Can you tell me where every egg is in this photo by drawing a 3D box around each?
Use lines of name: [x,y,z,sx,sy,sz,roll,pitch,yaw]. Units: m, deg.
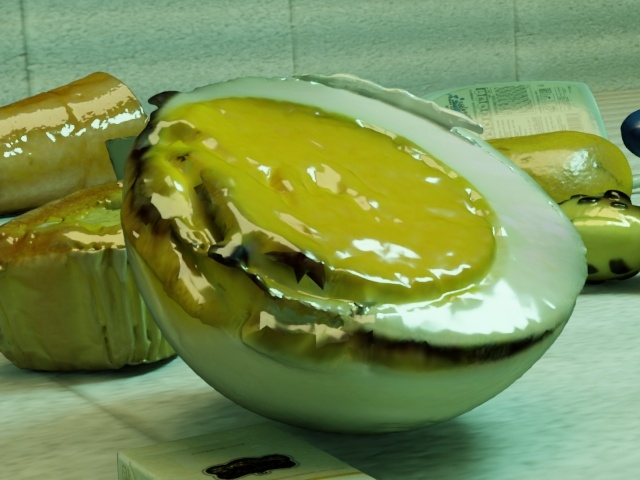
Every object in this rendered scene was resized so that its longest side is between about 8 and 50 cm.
egg: [0.008,0.033,0.810,0.264,0.174,0.286,9,27,-13]

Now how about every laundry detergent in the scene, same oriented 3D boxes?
laundry detergent: [0.166,-0.080,1.510,0.280,0.105,0.215,-5,46,-2]

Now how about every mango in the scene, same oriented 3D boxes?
mango: [0.192,-0.045,1.366,0.227,0.109,0.147,-8,42,-1]

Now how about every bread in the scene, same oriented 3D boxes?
bread: [-0.147,0.019,1.079,0.152,0.119,0.288,-4,8,17]

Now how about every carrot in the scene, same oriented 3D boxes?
carrot: [-0.369,-0.109,1.894,0.254,0.196,0.196,-22,18,-32]

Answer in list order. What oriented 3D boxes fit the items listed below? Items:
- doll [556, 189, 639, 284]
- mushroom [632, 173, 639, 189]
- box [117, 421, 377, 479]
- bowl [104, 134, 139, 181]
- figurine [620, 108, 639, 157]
doll: [0.295,0.002,1.142,0.291,0.086,0.117,2,3,44]
mushroom: [0.402,-0.079,1.793,0.306,0.043,0.068,-6,34,-26]
box: [-0.027,0.122,0.669,0.090,0.024,0.167,-7,10,-27]
bowl: [-0.136,-0.069,1.598,0.211,0.112,0.211,-6,2,0]
figurine: [0.413,-0.085,1.216,0.338,0.204,0.283,6,-10,-12]
